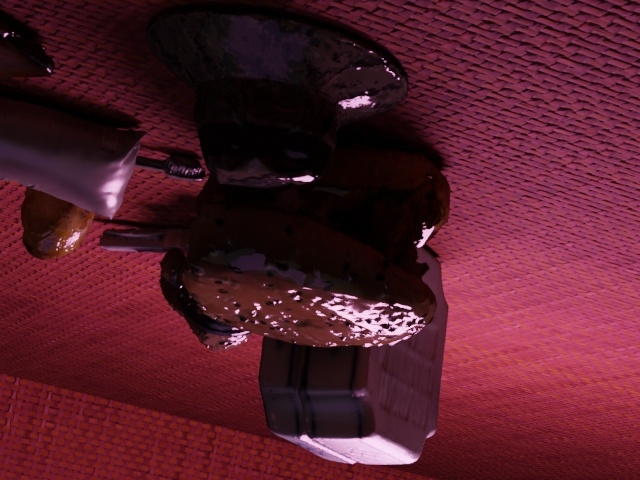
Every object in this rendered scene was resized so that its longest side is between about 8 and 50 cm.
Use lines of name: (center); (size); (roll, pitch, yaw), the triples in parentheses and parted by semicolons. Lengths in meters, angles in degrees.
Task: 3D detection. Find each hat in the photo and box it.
hat: (-0.049, -0.113, 1.652); (0.265, 0.128, 0.265); (10, 169, 2)

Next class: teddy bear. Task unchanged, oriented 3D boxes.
teddy bear: (-0.126, 0.078, 2.308); (0.182, 0.129, 0.251); (5, 164, -10)

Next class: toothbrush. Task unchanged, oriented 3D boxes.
toothbrush: (-0.275, -0.108, 2.012); (0.294, 0.026, 0.028); (11, 147, -3)

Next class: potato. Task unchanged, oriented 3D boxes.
potato: (-0.325, -0.027, 2.201); (0.096, 0.103, 0.066); (15, 168, -22)

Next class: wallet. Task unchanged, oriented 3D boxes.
wallet: (-0.369, -0.212, 1.677); (0.137, 0.031, 0.255); (0, 162, 33)

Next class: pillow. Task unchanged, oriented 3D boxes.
pillow: (-0.330, -0.100, 1.945); (0.254, 0.078, 0.144); (15, 142, -17)

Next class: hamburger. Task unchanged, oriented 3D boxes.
hamburger: (0.000, 0.000, 1.906); (0.276, 0.195, 0.318); (10, 164, 10)

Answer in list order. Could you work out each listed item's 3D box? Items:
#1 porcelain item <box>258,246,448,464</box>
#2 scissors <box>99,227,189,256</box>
porcelain item: (0.040, 0.127, 2.176); (0.157, 0.281, 0.286); (2, 165, 24)
scissors: (-0.182, 0.004, 2.354); (0.242, 0.030, 0.118); (1, 163, 17)
